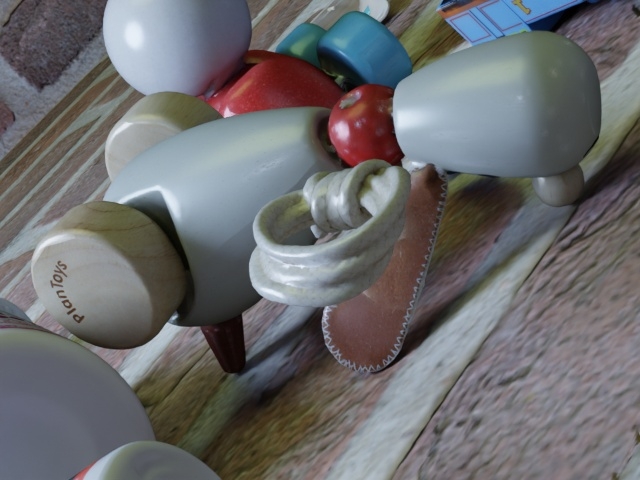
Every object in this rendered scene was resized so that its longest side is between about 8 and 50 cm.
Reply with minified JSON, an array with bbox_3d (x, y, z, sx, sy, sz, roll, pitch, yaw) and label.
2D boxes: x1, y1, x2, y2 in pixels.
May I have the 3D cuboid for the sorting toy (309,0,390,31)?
[{"bbox_3d":[0.031,-0.202,1.381,0.083,0.045,0.075,-46,24,-16],"label":"sorting toy"}]

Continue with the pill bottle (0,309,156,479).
[{"bbox_3d":[-0.206,0.120,0.878,0.160,0.160,0.283,-46,17,-14],"label":"pill bottle"}]

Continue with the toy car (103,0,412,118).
[{"bbox_3d":[-0.097,-0.141,1.160,0.219,0.238,0.210,-45,16,-12],"label":"toy car"}]

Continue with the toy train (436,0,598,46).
[{"bbox_3d":[0.139,-0.189,0.977,0.184,0.105,0.080,-15,40,58],"label":"toy train"}]

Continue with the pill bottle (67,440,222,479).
[{"bbox_3d":[-0.122,0.176,0.639,0.193,0.108,0.108,-35,18,23],"label":"pill bottle"}]

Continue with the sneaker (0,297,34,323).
[{"bbox_3d":[-0.318,0.157,1.119,0.127,0.126,0.321,-30,9,22],"label":"sneaker"}]

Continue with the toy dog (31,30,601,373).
[{"bbox_3d":[0.000,0.000,0.818,0.333,0.161,0.220,4,43,48],"label":"toy dog"}]

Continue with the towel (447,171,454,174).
[{"bbox_3d":[0.096,-0.087,0.951,0.067,0.029,0.119,-37,17,20],"label":"towel"}]
